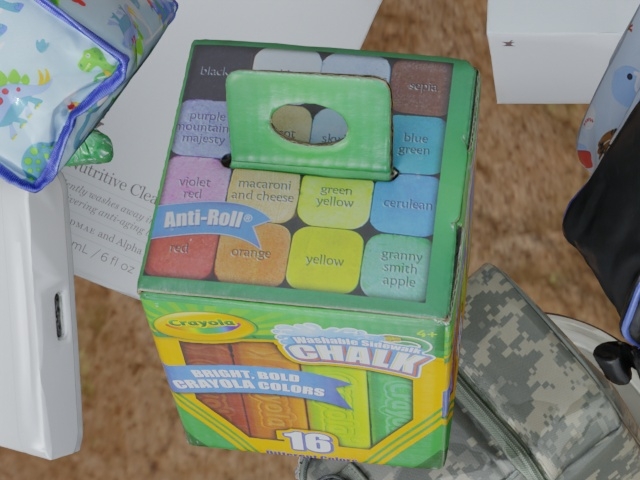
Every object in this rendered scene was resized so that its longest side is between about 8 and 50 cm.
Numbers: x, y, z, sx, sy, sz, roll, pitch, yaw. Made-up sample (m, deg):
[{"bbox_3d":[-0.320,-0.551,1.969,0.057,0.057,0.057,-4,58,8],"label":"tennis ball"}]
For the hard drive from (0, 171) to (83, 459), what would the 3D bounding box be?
[{"bbox_3d":[-0.342,0.046,1.328,0.353,0.047,0.233,6,103,41],"label":"hard drive"}]

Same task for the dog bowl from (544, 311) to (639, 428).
[{"bbox_3d":[0.277,0.306,2.011,0.407,0.408,0.150,8,150,1],"label":"dog bowl"}]

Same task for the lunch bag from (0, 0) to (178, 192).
[{"bbox_3d":[-0.153,-0.104,0.670,0.151,0.129,0.096,37,107,-9],"label":"lunch bag"}]

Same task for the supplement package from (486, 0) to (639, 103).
[{"bbox_3d":[0.248,-0.270,1.318,0.199,0.198,0.263,1,79,9],"label":"supplement package"}]

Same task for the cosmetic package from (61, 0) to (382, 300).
[{"bbox_3d":[-0.109,-0.139,1.379,0.217,0.156,0.385,23,95,-16],"label":"cosmetic package"}]

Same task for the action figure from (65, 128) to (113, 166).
[{"bbox_3d":[-0.258,-0.093,1.184,0.232,0.063,0.137,16,81,28],"label":"action figure"}]

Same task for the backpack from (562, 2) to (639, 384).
[{"bbox_3d":[0.300,-0.056,0.919,0.263,0.213,0.277,5,135,-20],"label":"backpack"}]

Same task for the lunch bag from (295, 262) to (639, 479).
[{"bbox_3d":[0.136,0.202,1.329,0.256,0.212,0.305,-41,145,-2],"label":"lunch bag"}]

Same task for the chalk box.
[{"bbox_3d":[0.000,0.000,0.923,0.180,0.179,0.289,5,151,8],"label":"chalk box"}]
